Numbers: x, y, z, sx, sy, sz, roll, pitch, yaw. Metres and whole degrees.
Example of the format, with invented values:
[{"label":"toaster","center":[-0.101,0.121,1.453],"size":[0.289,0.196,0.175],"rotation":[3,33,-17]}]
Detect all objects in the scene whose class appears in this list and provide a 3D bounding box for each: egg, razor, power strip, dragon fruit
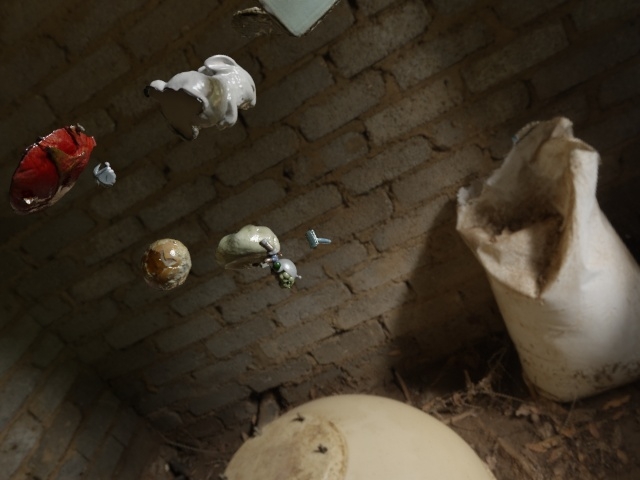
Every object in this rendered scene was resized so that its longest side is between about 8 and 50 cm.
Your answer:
[{"label":"egg","center":[-0.608,0.098,2.011],"size":[0.233,0.194,0.195],"rotation":[-48,15,28]},{"label":"razor","center":[0.000,0.000,1.970],"size":[0.040,0.068,0.135],"rotation":[-33,-20,27]},{"label":"power strip","center":[-0.046,-0.447,0.824],"size":[0.213,0.198,0.064],"rotation":[-48,14,-13]},{"label":"dragon fruit","center":[-0.835,-0.209,1.596],"size":[0.344,0.100,0.282],"rotation":[-53,-4,-6]}]

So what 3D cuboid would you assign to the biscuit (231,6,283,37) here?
[{"label":"biscuit","center":[-0.169,-0.629,1.473],"size":[0.249,0.133,0.032],"rotation":[9,88,32]}]

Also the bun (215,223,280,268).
[{"label":"bun","center":[-0.304,0.028,2.146],"size":[0.272,0.169,0.273],"rotation":[-17,-16,-5]}]

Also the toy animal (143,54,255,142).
[{"label":"toy animal","center":[-0.358,-0.481,1.676],"size":[0.194,0.258,0.357],"rotation":[-39,8,44]}]

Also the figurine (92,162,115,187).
[{"label":"figurine","center":[-0.818,-0.250,1.944],"size":[0.082,0.095,0.086],"rotation":[6,16,-21]}]

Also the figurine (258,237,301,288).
[{"label":"figurine","center":[-0.157,0.087,1.820],"size":[0.093,0.197,0.147],"rotation":[-45,-4,-8]}]
